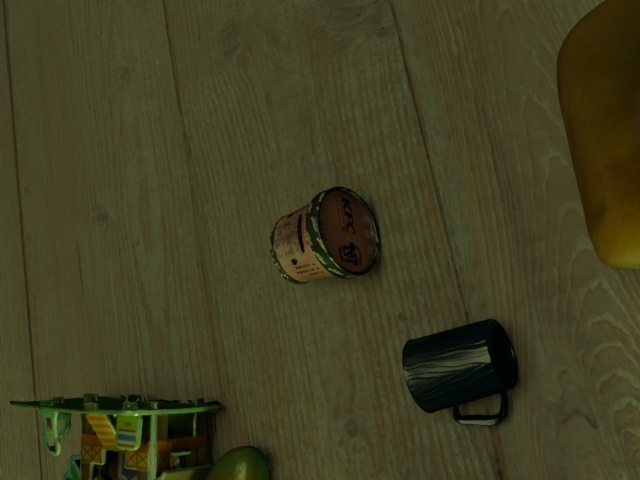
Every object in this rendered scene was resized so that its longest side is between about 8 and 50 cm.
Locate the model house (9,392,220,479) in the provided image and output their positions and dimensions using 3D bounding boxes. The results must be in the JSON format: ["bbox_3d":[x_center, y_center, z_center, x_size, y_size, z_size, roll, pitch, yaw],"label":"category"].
[{"bbox_3d":[-0.382,0.431,1.653,0.357,0.242,0.313,-2,81,33],"label":"model house"}]

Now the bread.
[{"bbox_3d":[0.480,-0.152,1.177,0.348,0.253,0.376,-14,73,28],"label":"bread"}]

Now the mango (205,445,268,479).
[{"bbox_3d":[-0.147,0.443,1.570,0.130,0.092,0.195,19,86,38],"label":"mango"}]

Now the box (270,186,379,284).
[{"bbox_3d":[0.000,0.000,1.541,0.135,0.151,0.151,-19,69,39],"label":"box"}]

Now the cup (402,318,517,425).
[{"bbox_3d":[0.218,0.196,1.379,0.138,0.150,0.113,-20,34,28],"label":"cup"}]
